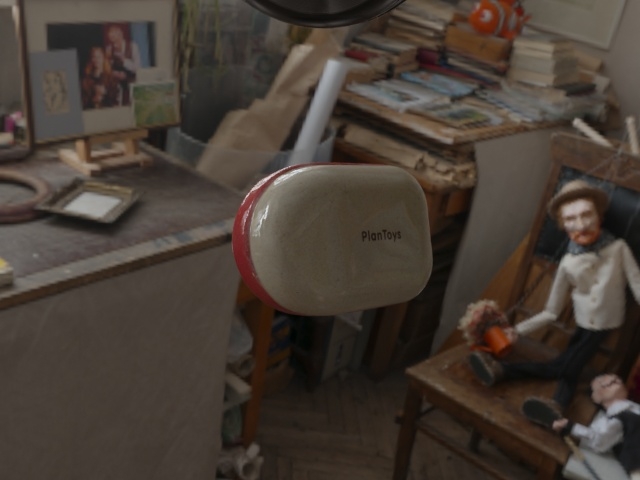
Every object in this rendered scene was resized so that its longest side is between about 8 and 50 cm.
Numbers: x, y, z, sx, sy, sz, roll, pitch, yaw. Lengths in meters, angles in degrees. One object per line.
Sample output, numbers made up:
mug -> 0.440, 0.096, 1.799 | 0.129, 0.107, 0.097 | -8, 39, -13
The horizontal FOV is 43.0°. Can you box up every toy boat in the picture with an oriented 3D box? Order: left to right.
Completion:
toy boat -> 0.000, 0.000, 0.844 | 0.151, 0.151, 0.231 | -7, -3, 45

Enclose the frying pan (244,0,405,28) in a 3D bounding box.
frying pan -> 0.062, -0.229, 0.579 | 0.326, 0.197, 0.053 | 3, 48, 5
